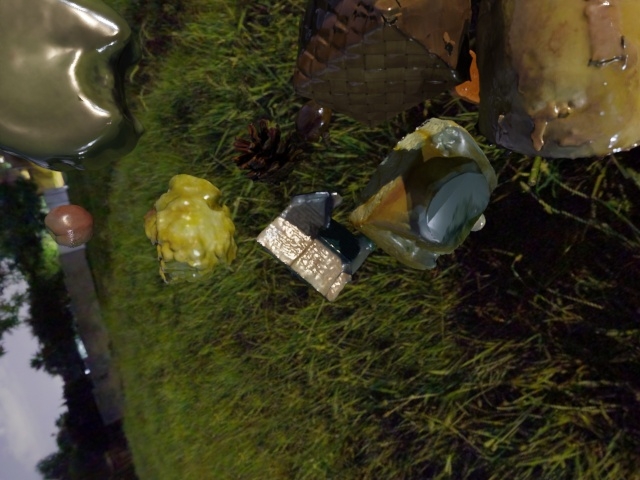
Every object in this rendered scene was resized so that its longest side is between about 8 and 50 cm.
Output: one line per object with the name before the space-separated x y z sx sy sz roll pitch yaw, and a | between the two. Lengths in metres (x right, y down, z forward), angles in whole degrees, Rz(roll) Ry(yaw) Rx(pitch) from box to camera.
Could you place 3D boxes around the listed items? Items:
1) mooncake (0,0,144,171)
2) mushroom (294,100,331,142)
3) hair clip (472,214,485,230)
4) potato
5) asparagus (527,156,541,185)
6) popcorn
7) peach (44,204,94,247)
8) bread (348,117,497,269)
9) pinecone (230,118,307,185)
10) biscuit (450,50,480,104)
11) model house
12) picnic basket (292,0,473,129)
mooncake | -0.520 -0.309 0.826 0.187 0.351 0.352 -175 67 -73
mushroom | -0.020 -0.338 1.189 0.127 0.087 0.127 -12 73 42
hair clip | 0.500 -0.119 1.520 0.218 0.071 0.159 42 133 31
potato | 0.339 -0.293 0.591 0.288 0.300 0.237 36 160 51
asparagus | 0.623 -0.241 1.196 0.024 0.249 0.025 -1 136 43
popcorn | -0.329 -0.015 1.064 0.250 0.234 0.242 -39 35 52
peach | -0.463 -0.029 0.782 0.083 0.083 0.083 35 136 43
bread | 0.284 -0.130 1.038 0.239 0.395 0.264 38 174 -18
pinecone | -0.166 -0.271 1.299 0.201 0.229 0.202 43 105 -7
biscuit | 0.473 -0.515 1.277 0.036 0.192 0.186 26 108 52
model house | -0.001 -0.001 1.293 0.298 0.284 0.243 39 176 1
picnic basket | 0.115 -0.427 0.793 0.337 0.292 0.338 -26 57 48
